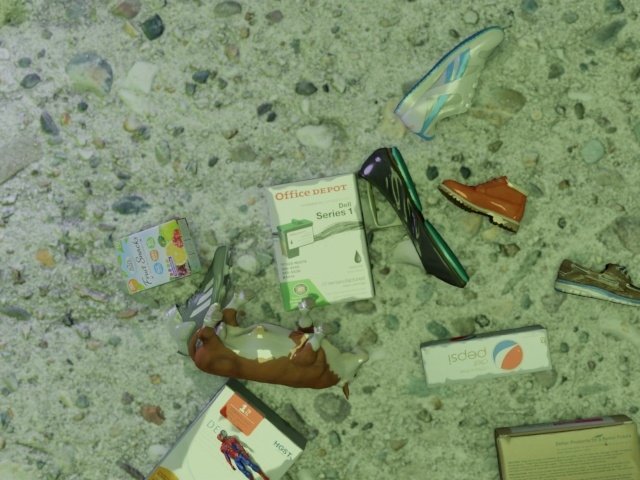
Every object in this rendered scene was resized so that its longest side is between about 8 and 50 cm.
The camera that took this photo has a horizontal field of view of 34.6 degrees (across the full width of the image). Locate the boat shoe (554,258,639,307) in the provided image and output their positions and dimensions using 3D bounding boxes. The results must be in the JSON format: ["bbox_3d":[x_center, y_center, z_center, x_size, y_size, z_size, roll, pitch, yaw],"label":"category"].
[{"bbox_3d":[0.496,0.072,1.750,0.183,0.066,0.066,11,91,4],"label":"boat shoe"}]

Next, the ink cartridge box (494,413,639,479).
[{"bbox_3d":[0.425,0.407,1.752,0.235,0.088,0.193,-7,89,5],"label":"ink cartridge box"}]

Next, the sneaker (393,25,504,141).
[{"bbox_3d":[0.234,-0.272,1.757,0.092,0.087,0.229,45,101,-5],"label":"sneaker"}]

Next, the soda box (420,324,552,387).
[{"bbox_3d":[0.283,0.199,1.767,0.216,0.069,0.073,-9,91,5],"label":"soda box"}]

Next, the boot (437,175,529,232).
[{"bbox_3d":[0.282,-0.082,1.770,0.158,0.059,0.084,24,90,-5],"label":"boot"}]

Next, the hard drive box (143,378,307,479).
[{"bbox_3d":[-0.166,0.386,1.794,0.181,0.089,0.232,39,93,2],"label":"hard drive box"}]

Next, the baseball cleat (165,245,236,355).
[{"bbox_3d":[-0.213,0.105,1.799,0.110,0.072,0.205,9,91,3],"label":"baseball cleat"}]

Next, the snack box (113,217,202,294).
[{"bbox_3d":[-0.285,0.028,1.796,0.141,0.037,0.100,-18,89,27],"label":"snack box"}]

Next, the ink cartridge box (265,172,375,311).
[{"bbox_3d":[0.000,0.000,1.770,0.160,0.092,0.219,-10,91,4],"label":"ink cartridge box"}]

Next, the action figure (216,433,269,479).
[{"bbox_3d":[-0.135,0.371,1.733,0.038,0.030,0.115,-42,87,9],"label":"action figure"}]

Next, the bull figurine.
[{"bbox_3d":[-0.065,0.180,1.728,0.311,0.101,0.188,4,133,-5],"label":"bull figurine"}]

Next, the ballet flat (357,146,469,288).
[{"bbox_3d":[0.152,-0.026,1.767,0.096,0.095,0.280,-30,79,14],"label":"ballet flat"}]
